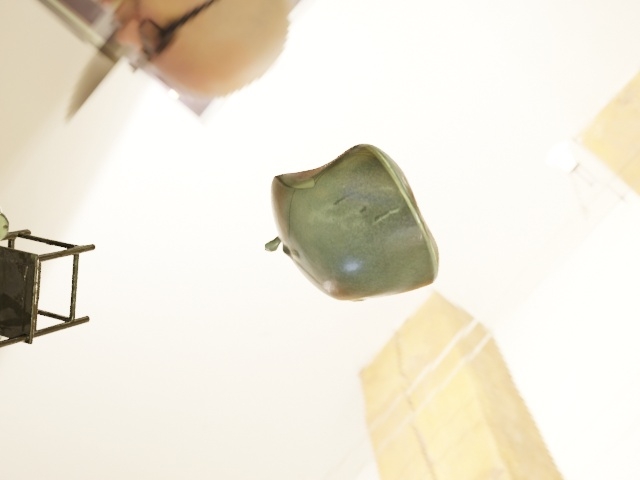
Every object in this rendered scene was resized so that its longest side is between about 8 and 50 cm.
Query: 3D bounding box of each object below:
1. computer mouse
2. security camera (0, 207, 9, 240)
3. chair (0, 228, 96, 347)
[{"bbox_3d":[0.000,0.000,1.352,0.090,0.167,0.379,-28,-174,-25],"label":"computer mouse"},{"bbox_3d":[-0.460,-0.040,1.706,0.058,0.058,0.092,-47,-142,12],"label":"security camera"},{"bbox_3d":[-0.465,0.073,1.796,0.260,0.154,0.141,-16,115,-63],"label":"chair"}]
